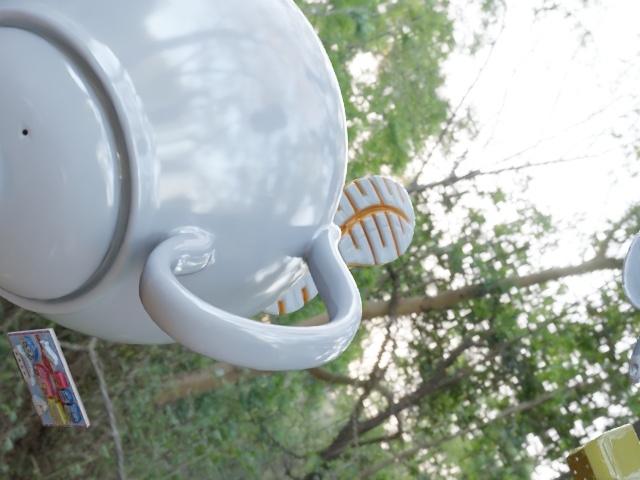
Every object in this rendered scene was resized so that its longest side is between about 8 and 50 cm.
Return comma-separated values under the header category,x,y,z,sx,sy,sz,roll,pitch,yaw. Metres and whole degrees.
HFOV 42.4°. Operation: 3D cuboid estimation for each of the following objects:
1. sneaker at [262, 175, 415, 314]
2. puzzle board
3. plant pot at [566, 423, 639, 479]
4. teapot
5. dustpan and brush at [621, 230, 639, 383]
category,x,y,z,sx,sy,sz,roll,pitch,yaw
sneaker,0.000,0.000,0.765,0.083,0.214,0.084,-10,-77,56
puzzle board,-0.334,0.170,1.004,0.096,0.011,0.128,-9,-77,38
plant pot,0.398,0.314,1.158,0.081,0.083,0.081,122,-43,-53
teapot,-0.117,-0.044,0.445,0.187,0.256,0.253,-25,98,-58
dustpan and brush,0.348,0.052,0.816,0.060,0.211,0.147,30,-22,-24
